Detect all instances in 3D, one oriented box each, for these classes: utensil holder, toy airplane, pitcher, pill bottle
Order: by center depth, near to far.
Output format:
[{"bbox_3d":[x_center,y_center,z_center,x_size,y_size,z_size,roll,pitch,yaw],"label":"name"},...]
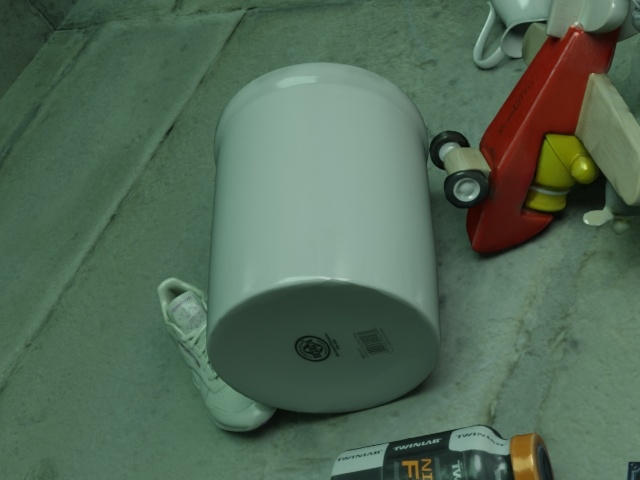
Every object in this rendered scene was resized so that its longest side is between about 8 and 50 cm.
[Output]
[{"bbox_3d":[0.145,0.289,1.139,0.245,0.130,0.130,-17,44,22],"label":"pill bottle"},{"bbox_3d":[0.356,-0.178,1.326,0.384,0.272,0.386,-27,43,64],"label":"toy airplane"},{"bbox_3d":[0.000,0.000,1.366,0.327,0.328,0.386,-18,46,20],"label":"utensil holder"},{"bbox_3d":[0.331,-0.406,1.684,0.177,0.125,0.207,-24,51,36],"label":"pitcher"}]

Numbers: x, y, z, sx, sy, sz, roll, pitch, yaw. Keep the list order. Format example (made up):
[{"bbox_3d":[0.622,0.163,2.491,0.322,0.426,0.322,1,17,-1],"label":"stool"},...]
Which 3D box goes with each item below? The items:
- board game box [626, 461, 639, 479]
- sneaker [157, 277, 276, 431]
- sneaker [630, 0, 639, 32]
[{"bbox_3d":[0.387,0.344,0.986,0.165,0.042,0.243,-6,49,30],"label":"board game box"},{"bbox_3d":[-0.168,0.167,1.453,0.114,0.152,0.305,-38,42,-6],"label":"sneaker"},{"bbox_3d":[0.464,-0.218,1.030,0.137,0.210,0.366,-60,28,11],"label":"sneaker"}]
